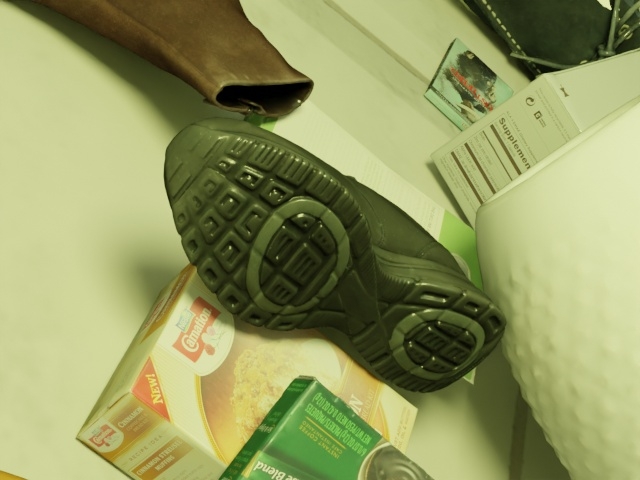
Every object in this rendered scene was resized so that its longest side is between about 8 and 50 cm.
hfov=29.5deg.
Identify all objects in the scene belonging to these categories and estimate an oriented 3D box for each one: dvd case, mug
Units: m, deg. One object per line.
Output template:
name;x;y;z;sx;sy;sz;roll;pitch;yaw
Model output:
dvd case;0.154;-0.151;1.241;0.087;0.013;0.119;42;40;-10
mug;0.283;0.056;0.824;0.276;0.374;0.328;-35;89;-16

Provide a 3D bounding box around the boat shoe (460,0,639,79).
boat shoe;0.315;-0.218;1.322;0.500;0.187;0.156;37;31;-24

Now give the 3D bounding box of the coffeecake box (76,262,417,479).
coffeecake box;-0.040;0.116;0.775;0.185;0.068;0.142;39;39;-13

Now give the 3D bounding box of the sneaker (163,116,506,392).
sneaker;0.000;0.000;0.802;0.286;0.109;0.130;37;17;-40

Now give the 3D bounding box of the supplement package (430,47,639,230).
supplement package;0.269;-0.053;1.155;0.262;0.145;0.204;-21;79;-51

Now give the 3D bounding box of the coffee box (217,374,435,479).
coffee box;-0.022;0.182;0.682;0.113;0.040;0.184;42;74;-12

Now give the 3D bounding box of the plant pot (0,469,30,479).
plant pot;-0.138;0.189;0.529;0.188;0.205;0.205;31;38;1

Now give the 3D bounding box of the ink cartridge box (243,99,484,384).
ink cartridge box;0.026;0.001;0.951;0.235;0.056;0.171;38;39;-17

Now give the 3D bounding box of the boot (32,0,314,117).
boot;-0.134;-0.173;0.875;0.207;0.090;0.248;44;25;26
